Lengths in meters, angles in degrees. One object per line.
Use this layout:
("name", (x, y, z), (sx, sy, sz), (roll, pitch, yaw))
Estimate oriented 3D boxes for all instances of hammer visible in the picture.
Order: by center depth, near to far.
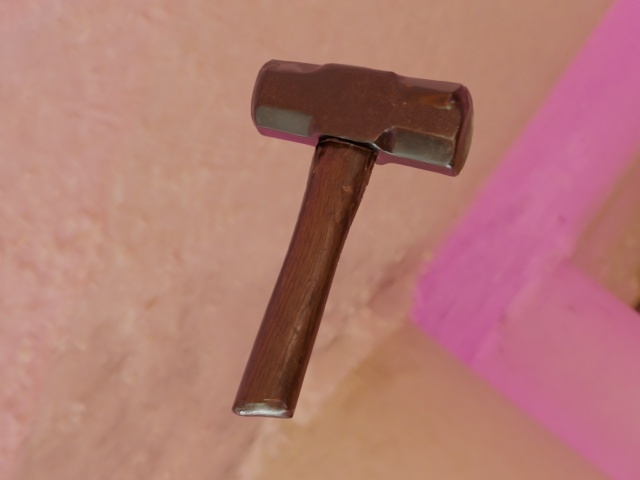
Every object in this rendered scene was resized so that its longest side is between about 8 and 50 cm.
("hammer", (0.000, 0.000, 1.647), (0.095, 0.242, 0.408), (61, 45, -68))
